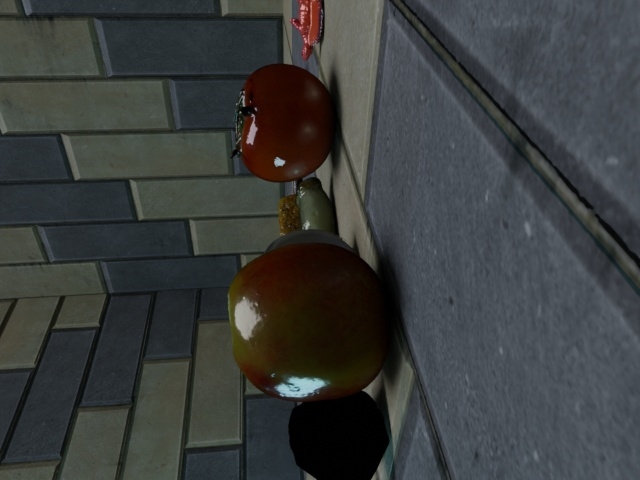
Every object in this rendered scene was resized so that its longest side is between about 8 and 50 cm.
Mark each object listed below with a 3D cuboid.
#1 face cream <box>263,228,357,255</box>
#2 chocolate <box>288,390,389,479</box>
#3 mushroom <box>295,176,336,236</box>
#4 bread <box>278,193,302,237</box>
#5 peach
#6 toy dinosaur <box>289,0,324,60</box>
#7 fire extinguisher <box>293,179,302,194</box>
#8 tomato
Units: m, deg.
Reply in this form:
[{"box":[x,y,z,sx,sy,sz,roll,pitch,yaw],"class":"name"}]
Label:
[{"box":[-0.021,0.089,0.946,0.152,0.178,0.177,97,169,-46],"class":"face cream"},{"box":[0.042,0.292,0.812,0.133,0.156,0.156,40,-138,-64],"class":"chocolate"},{"box":[0.000,0.000,1.192,0.100,0.081,0.311,93,168,-64],"class":"mushroom"},{"box":[-0.097,-0.078,1.895,0.083,0.114,0.210,70,-172,-47],"class":"bread"},{"box":[-0.014,0.114,0.728,0.231,0.231,0.230,177,90,-84],"class":"peach"},{"box":[-0.021,-0.574,1.261,0.139,0.070,0.285,-120,29,-54],"class":"toy dinosaur"},{"box":[-0.090,-0.226,2.088,0.056,0.039,0.132,-66,-25,-84],"class":"fire extinguisher"},{"box":[-0.082,-0.251,1.143,0.256,0.225,0.255,-179,90,-81],"class":"tomato"}]
